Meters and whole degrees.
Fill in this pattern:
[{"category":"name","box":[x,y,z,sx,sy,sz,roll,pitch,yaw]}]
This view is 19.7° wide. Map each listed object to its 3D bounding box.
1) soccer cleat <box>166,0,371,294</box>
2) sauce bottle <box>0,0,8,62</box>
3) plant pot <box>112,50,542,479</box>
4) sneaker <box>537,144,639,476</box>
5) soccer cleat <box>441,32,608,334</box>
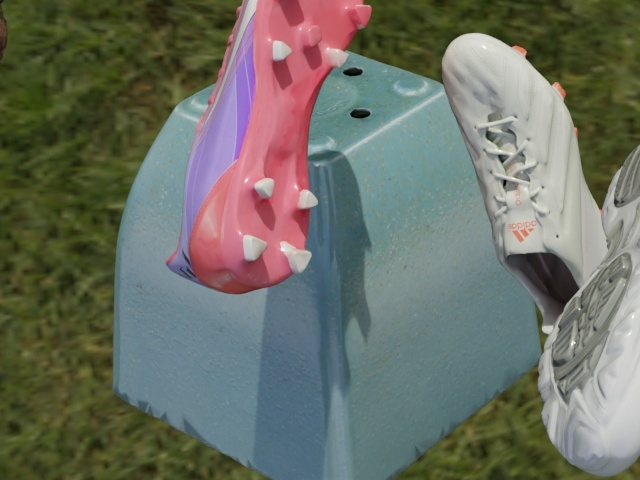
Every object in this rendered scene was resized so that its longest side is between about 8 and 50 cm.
[{"category":"soccer cleat","box":[-0.036,-0.090,1.090,0.095,0.083,0.248,1,77,45]},{"category":"sauce bottle","box":[-0.172,-0.083,0.871,0.042,0.042,0.128,26,108,22]},{"category":"plant pot","box":[0.000,0.000,1.366,0.247,0.248,0.252,24,132,35]},{"category":"sneaker","box":[0.190,0.036,0.925,0.115,0.232,0.090,36,142,-9]},{"category":"soccer cleat","box":[0.124,-0.032,1.097,0.068,0.076,0.196,-6,124,42]}]
